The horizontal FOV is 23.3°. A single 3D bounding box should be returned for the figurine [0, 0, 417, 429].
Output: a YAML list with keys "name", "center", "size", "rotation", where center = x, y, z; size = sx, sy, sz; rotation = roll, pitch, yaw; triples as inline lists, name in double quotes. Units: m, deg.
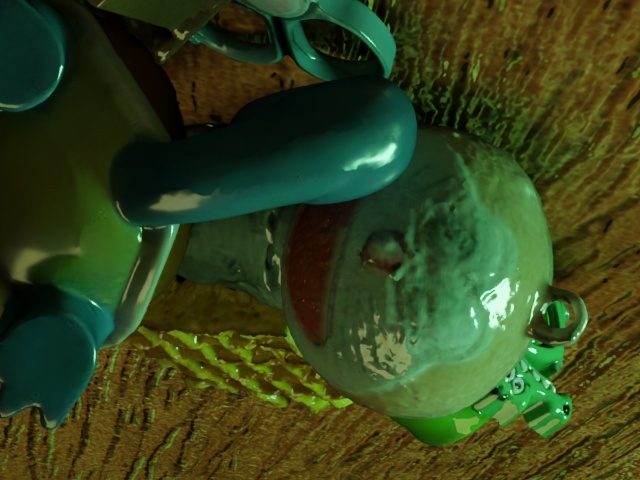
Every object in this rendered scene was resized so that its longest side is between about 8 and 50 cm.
- name: "figurine"
  center: [-0.166, -0.050, 0.878]
  size: [0.416, 0.243, 0.298]
  rotation: [1, 112, 34]

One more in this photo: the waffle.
- name: "waffle"
  center: [-0.067, 0.098, 1.390]
  size: [0.229, 0.057, 0.219]
  rotation: [1, 155, 31]

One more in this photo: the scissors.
- name: "scissors"
  center: [-0.030, -0.149, 0.796]
  size: [0.125, 0.030, 0.256]
  rotation: [12, 160, 12]

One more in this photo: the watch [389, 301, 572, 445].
- name: "watch"
  center: [0.088, 0.080, 1.114]
  size: [0.131, 0.165, 0.152]
  rotation: [39, 131, -26]

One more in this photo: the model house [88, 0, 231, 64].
- name: "model house"
  center: [-0.029, -0.183, 0.607]
  size: [0.176, 0.181, 0.248]
  rotation: [51, -167, 10]

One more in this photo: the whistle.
- name: "whistle"
  center: [0.000, 0.000, 0.968]
  size: [0.347, 0.189, 0.189]
  rotation: [17, 162, 26]
